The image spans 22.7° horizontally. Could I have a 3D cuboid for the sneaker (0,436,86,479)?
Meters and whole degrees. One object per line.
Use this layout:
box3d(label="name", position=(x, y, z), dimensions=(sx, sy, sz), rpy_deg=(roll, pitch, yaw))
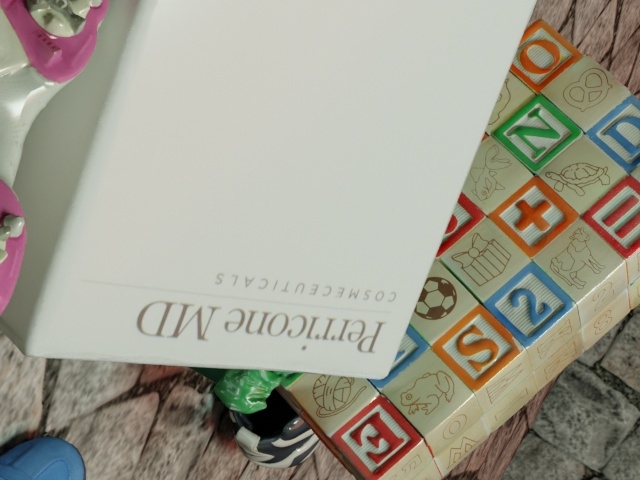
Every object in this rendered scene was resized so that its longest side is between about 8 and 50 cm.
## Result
box3d(label="sneaker", position=(-0.209, 0.175, 0.939), dimensions=(0.209, 0.069, 0.082), rpy_deg=(-46, 149, -42))

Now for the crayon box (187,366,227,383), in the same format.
box3d(label="crayon box", position=(0.027, -0.111, 1.131), dimensions=(0.363, 0.106, 0.313), rpy_deg=(-37, 147, -51))

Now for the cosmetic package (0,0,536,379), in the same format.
box3d(label="cosmetic package", position=(-0.014, -0.172, 0.764), dimensions=(0.230, 0.161, 0.453), rpy_deg=(7, 110, -41))

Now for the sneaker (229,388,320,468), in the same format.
box3d(label="sneaker", position=(-0.004, 0.079, 1.299), dimensions=(0.235, 0.094, 0.153), rpy_deg=(-54, 169, 0))

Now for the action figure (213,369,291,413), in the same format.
box3d(label="action figure", position=(0.000, 0.000, 0.972), dimensions=(0.232, 0.063, 0.137), rpy_deg=(-63, 157, -7))

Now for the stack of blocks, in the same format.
box3d(label="stack of blocks", position=(0.098, 0.016, 1.050), dimensions=(0.297, 0.171, 0.087), rpy_deg=(-41, 153, -7))

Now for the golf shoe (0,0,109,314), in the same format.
box3d(label="golf shoe", position=(-0.178, -0.017, 0.612), dimensions=(0.140, 0.115, 0.306), rpy_deg=(-31, -150, 44))
